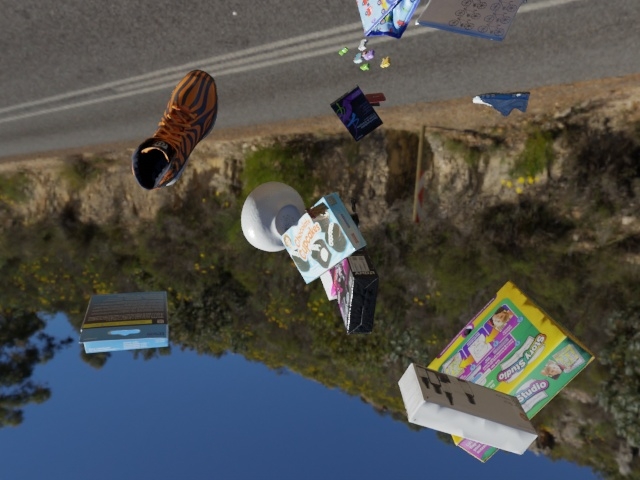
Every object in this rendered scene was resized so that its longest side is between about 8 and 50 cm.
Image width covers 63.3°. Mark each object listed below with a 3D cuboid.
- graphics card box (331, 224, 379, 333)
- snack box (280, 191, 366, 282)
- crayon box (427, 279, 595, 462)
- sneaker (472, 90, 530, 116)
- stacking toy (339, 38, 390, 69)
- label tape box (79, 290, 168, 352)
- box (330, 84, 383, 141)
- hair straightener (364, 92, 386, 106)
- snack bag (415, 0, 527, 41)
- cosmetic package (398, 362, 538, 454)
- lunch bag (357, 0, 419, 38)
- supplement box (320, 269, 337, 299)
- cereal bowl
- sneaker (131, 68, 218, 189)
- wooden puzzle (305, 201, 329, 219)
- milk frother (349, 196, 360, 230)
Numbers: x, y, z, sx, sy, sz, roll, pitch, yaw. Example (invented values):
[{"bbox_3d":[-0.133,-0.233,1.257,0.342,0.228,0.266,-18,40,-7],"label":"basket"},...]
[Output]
[{"bbox_3d":[0.113,0.127,1.828,0.094,0.232,0.371,-1,-151,-10],"label":"graphics card box"},{"bbox_3d":[0.000,0.000,1.657,0.060,0.187,0.322,-26,172,-35],"label":"snack box"},{"bbox_3d":[0.455,0.317,1.323,0.106,0.363,0.313,36,-166,-15],"label":"crayon box"},{"bbox_3d":[0.623,-0.471,1.800,0.191,0.082,0.071,10,-154,32],"label":"sneaker"},{"bbox_3d":[0.209,-0.878,2.489,0.167,0.052,0.221,26,171,-33],"label":"stacking toy"},{"bbox_3d":[-0.620,0.280,1.673,0.249,0.115,0.347,-1,-161,-17],"label":"label tape box"},{"bbox_3d":[0.126,-0.435,1.786,0.116,0.162,0.029,-34,-152,15],"label":"box"},{"bbox_3d":[0.152,-0.535,2.057,0.231,0.047,0.089,-22,172,-34],"label":"hair straightener"},{"bbox_3d":[0.546,-0.846,1.792,0.323,0.342,0.037,24,164,26],"label":"snack bag"},{"bbox_3d":[0.268,0.307,0.950,0.239,0.060,0.098,20,-154,-15],"label":"cosmetic package"},{"bbox_3d":[0.226,-0.783,1.533,0.138,0.220,0.293,-7,166,-23],"label":"lunch bag"},{"bbox_3d":[0.064,0.134,2.286,0.114,0.219,0.111,-9,155,-25],"label":"supplement box"},{"bbox_3d":[-0.194,-0.106,2.440,0.339,0.338,0.141,1,-171,-45],"label":"cereal bowl"},{"bbox_3d":[-0.345,-0.255,1.246,0.125,0.321,0.180,24,-166,-8],"label":"sneaker"},{"bbox_3d":[-0.007,-0.072,1.246,0.049,0.006,0.083,-31,-153,-2],"label":"wooden puzzle"},{"bbox_3d":[0.093,-0.102,2.210,0.135,0.143,0.129,-8,168,-5],"label":"milk frother"}]
